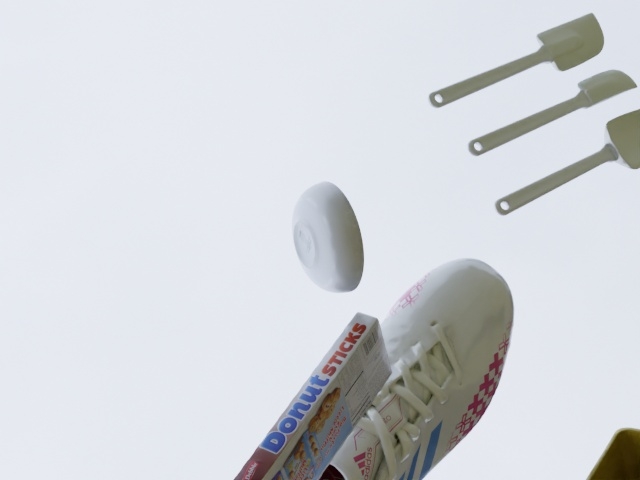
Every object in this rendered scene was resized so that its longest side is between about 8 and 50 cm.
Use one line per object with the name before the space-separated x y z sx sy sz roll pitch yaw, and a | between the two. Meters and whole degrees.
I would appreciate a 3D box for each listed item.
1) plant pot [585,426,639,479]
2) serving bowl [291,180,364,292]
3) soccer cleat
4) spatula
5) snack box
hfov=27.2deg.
plant pot | 0.414 0.362 1.506 0.212 0.212 0.187 -43 -51 -46
serving bowl | 0.000 0.000 0.960 0.027 0.083 0.083 -13 -77 -24
soccer cleat | 0.056 0.150 1.071 0.116 0.143 0.331 34 -100 9
spatula | 0.230 -0.122 1.290 0.242 0.019 0.168 -26 -98 -30
snack box | -0.006 0.134 0.928 0.178 0.022 0.064 -52 -35 -32
